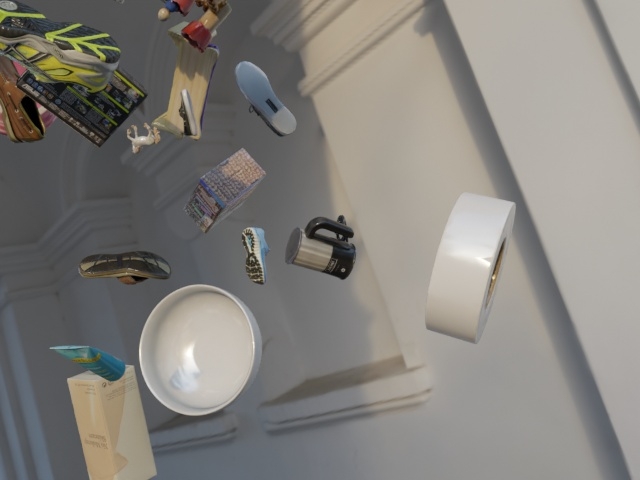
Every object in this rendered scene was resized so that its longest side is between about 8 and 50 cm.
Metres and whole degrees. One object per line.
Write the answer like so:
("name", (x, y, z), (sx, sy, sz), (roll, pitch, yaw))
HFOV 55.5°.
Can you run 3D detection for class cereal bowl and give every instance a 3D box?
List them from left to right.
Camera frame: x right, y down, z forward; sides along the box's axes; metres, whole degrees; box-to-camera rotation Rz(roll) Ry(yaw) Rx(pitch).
("cereal bowl", (-0.306, 0.294, 1.639), (0.339, 0.338, 0.141), (-20, -18, 11))

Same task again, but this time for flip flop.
("flip flop", (-0.610, 0.097, 1.911), (0.277, 0.112, 0.080), (-2, -51, -18))

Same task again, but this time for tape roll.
("tape roll", (0.292, 0.051, 1.178), (0.100, 0.286, 0.286), (15, 4, 21))

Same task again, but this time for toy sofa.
("toy sofa", (-0.436, -0.532, 2.057), (0.150, 0.177, 0.362), (-70, 0, -58))

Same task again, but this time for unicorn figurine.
("unicorn figurine", (-0.668, -0.376, 2.265), (0.162, 0.111, 0.060), (3, 37, 24))

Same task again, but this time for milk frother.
("milk frother", (0.000, 0.000, 1.333), (0.135, 0.129, 0.143), (18, 11, -21))

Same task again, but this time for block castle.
("block castle", (-0.490, -0.741, 1.683), (0.212, 0.453, 0.303), (-51, -5, -5))

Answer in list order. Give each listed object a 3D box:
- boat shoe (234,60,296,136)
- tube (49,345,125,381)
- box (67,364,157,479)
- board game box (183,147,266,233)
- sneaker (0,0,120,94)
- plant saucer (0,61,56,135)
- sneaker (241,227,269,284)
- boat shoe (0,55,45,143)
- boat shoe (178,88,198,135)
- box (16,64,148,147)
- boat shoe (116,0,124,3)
("boat shoe", (-0.211, -0.510, 2.226), (0.113, 0.306, 0.105), (-51, 19, -20))
("tube", (-0.472, 0.247, 1.266), (0.080, 0.052, 0.207), (-7, -25, 5))
("box", (-0.553, 0.498, 1.621), (0.148, 0.310, 0.121), (-9, 4, 38))
("board game box", (-0.384, -0.193, 2.415), (0.232, 0.141, 0.291), (-43, 1, -34))
("sneaker", (-0.668, -0.441, 1.395), (0.385, 0.145, 0.147), (19, -48, -15))
("plant saucer", (-1.038, -0.519, 2.054), (0.332, 0.331, 0.084), (-11, -3, -42))
("sneaker", (-0.162, 0.041, 1.657), (0.063, 0.162, 0.073), (3, 13, 40))
("boat shoe", (-0.911, -0.447, 1.832), (0.105, 0.307, 0.110), (-3, 28, 13))
("boat shoe", (-0.387, -0.364, 1.751), (0.040, 0.142, 0.049), (-7, 34, -1))
("box", (-0.651, -0.420, 1.678), (0.216, 0.060, 0.270), (-45, -54, 8))
("boat shoe", (-0.575, -0.683, 1.657), (0.038, 0.046, 0.125), (10, 6, 9))
